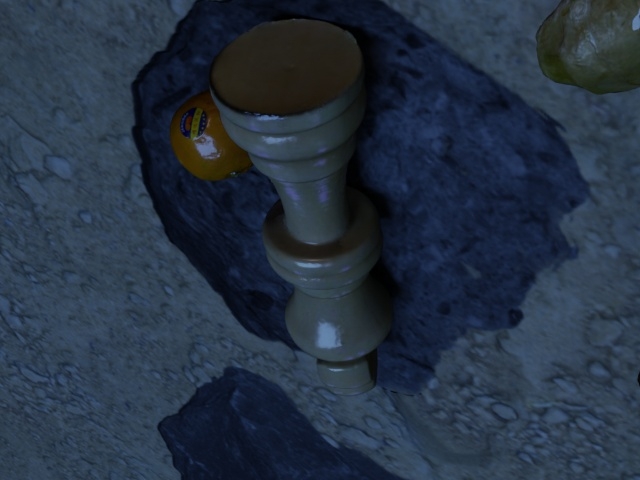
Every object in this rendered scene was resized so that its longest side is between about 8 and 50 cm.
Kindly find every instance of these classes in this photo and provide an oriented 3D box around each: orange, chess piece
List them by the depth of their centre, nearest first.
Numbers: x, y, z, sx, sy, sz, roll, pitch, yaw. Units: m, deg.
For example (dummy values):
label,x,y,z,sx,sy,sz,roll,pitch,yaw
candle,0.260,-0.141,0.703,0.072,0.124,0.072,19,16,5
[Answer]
label,x,y,z,sx,sy,sz,roll,pitch,yaw
orange,-0.085,-0.090,1.067,0.083,0.083,0.083,23,144,18
chess piece,0.000,0.000,1.078,0.117,0.117,0.397,18,144,25

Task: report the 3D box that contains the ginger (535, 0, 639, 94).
label,x,y,z,sx,sy,sz,roll,pitch,yaw
ginger,0.253,-0.200,0.623,0.348,0.122,0.363,12,134,29

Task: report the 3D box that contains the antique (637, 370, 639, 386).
label,x,y,z,sx,sy,sz,roll,pitch,yaw
antique,0.324,0.024,0.837,0.093,0.087,0.310,30,146,5
